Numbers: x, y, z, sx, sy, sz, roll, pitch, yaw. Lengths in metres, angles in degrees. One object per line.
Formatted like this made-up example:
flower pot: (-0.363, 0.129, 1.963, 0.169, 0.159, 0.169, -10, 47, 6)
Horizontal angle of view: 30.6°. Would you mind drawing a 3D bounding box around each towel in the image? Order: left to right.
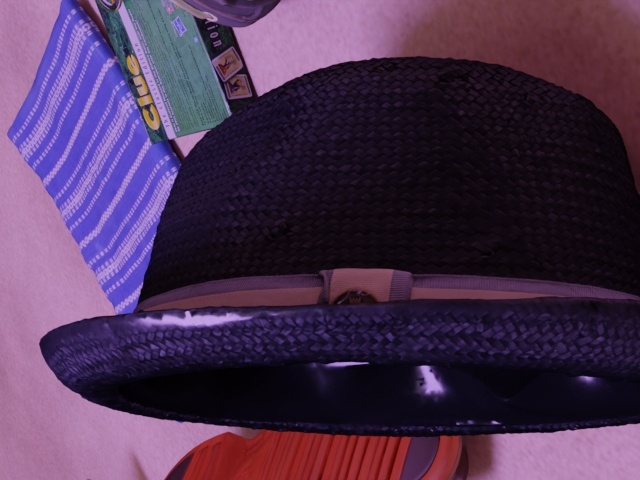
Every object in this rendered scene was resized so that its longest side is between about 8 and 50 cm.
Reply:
towel: (-0.168, -0.013, 1.024, 0.336, 0.040, 0.243, 58, 148, 8)

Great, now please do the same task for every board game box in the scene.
board game box: (-0.131, -0.200, 0.841, 0.136, 0.030, 0.259, -4, 109, 54)

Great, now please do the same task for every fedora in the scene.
fedora: (0.035, 0.008, 0.576, 0.334, 0.334, 0.152, -26, 58, 59)

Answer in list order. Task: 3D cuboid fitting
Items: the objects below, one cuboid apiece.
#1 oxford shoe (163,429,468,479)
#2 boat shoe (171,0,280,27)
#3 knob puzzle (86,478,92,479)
oxford shoe: (0.005, 0.200, 0.893, 0.133, 0.130, 0.364, 36, 147, -20)
boat shoe: (-0.131, -0.249, 0.688, 0.305, 0.109, 0.091, 45, 154, -4)
knob puzzle: (-0.231, 0.378, 1.282, 0.030, 0.213, 0.213, 3, 115, 53)
